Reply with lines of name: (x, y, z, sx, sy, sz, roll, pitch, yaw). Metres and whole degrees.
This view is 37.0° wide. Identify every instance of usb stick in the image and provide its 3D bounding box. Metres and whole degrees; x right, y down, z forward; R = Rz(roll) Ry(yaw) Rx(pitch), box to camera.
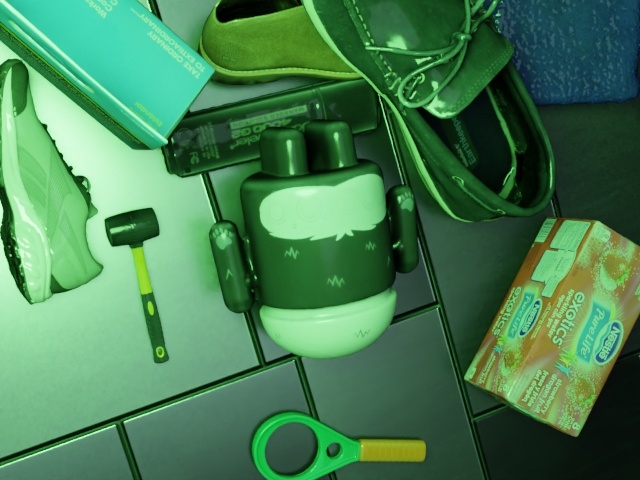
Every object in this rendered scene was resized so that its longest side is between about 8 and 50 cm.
usb stick: (-0.058, -0.141, 1.168, 0.278, 0.045, 0.077, -16, 106, -15)

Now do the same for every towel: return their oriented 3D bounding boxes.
towel: (0.306, -0.329, 1.252, 0.227, 0.076, 0.308, -4, 95, -9)

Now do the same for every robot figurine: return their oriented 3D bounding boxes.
robot figurine: (-0.003, 0.000, 1.127, 0.209, 0.173, 0.278, -4, 102, 20)

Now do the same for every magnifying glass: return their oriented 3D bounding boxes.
magnifying glass: (0.025, 0.269, 1.233, 0.231, 0.026, 0.092, 5, 92, -15)

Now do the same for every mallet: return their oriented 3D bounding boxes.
mallet: (-0.218, 0.057, 1.142, 0.062, 0.039, 0.190, -6, 99, -17)

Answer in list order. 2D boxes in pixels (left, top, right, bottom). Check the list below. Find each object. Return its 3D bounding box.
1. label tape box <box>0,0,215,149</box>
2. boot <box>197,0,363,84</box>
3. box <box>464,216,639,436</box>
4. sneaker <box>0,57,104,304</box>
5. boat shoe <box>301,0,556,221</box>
label tape box: (-0.235, -0.209, 0.953, 0.249, 0.347, 0.115, 41, 82, -15)
boot: (0.010, -0.260, 1.133, 0.305, 0.115, 0.112, -13, 71, -17)
box: (0.315, 0.108, 1.251, 0.122, 0.128, 0.257, 30, 85, -16)
sneaker: (-0.315, -0.069, 1.079, 0.108, 0.100, 0.272, -15, 103, -26)
boat shoe: (0.133, -0.213, 1.092, 0.187, 0.156, 0.500, -43, 122, -16)
